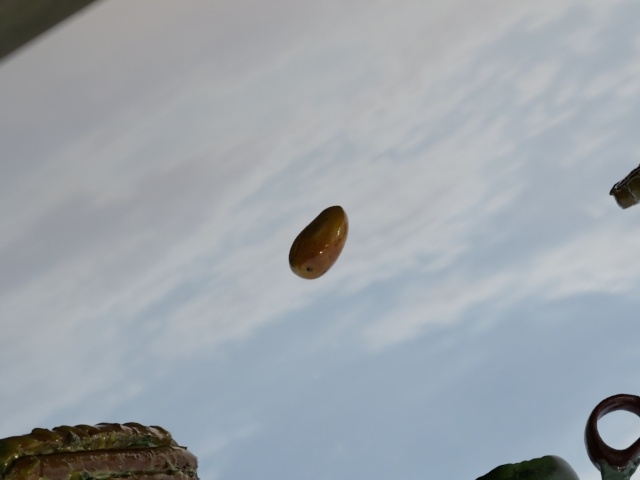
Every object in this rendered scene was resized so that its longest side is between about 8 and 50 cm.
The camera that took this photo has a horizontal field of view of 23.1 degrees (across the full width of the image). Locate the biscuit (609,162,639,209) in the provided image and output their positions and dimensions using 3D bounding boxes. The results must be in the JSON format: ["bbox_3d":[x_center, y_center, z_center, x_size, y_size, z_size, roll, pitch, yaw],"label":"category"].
[{"bbox_3d":[0.311,-0.117,1.071,0.254,0.029,0.172,-37,173,-32],"label":"biscuit"}]

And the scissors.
[{"bbox_3d":[0.166,0.171,0.933,0.247,0.144,0.017,-20,138,-41],"label":"scissors"}]

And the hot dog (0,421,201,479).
[{"bbox_3d":[-0.206,0.219,1.453,0.072,0.115,0.269,-46,158,20],"label":"hot dog"}]

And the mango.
[{"bbox_3d":[0.000,0.000,1.596,0.060,0.046,0.089,-15,-138,54],"label":"mango"}]

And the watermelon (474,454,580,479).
[{"bbox_3d":[0.245,0.373,1.957,0.232,0.204,0.127,-17,-133,-25],"label":"watermelon"}]
